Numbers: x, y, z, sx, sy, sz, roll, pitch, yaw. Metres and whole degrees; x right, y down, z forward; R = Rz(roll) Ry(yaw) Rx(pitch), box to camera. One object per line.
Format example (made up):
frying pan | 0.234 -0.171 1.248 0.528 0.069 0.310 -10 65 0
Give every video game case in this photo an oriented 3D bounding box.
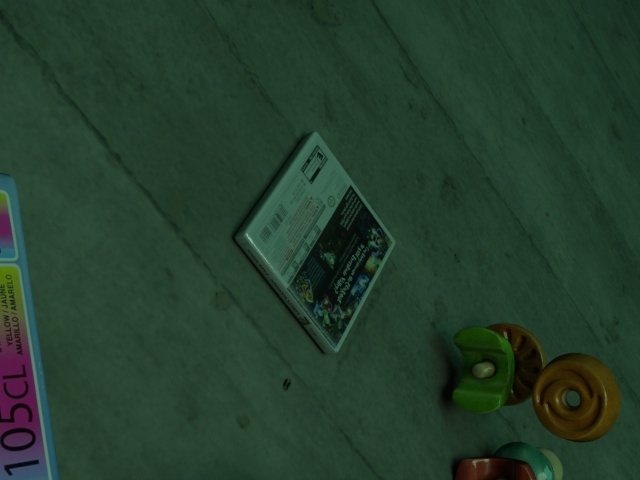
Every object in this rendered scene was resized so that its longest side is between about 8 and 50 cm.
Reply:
video game case | 0.000 0.000 1.190 0.173 0.022 0.190 53 43 -22

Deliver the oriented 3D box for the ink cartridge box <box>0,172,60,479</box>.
ink cartridge box | -0.368 0.093 0.632 0.395 0.151 0.270 -1 74 -47

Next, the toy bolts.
toy bolts | 0.270 0.221 1.301 0.158 0.218 0.229 1 94 -55
